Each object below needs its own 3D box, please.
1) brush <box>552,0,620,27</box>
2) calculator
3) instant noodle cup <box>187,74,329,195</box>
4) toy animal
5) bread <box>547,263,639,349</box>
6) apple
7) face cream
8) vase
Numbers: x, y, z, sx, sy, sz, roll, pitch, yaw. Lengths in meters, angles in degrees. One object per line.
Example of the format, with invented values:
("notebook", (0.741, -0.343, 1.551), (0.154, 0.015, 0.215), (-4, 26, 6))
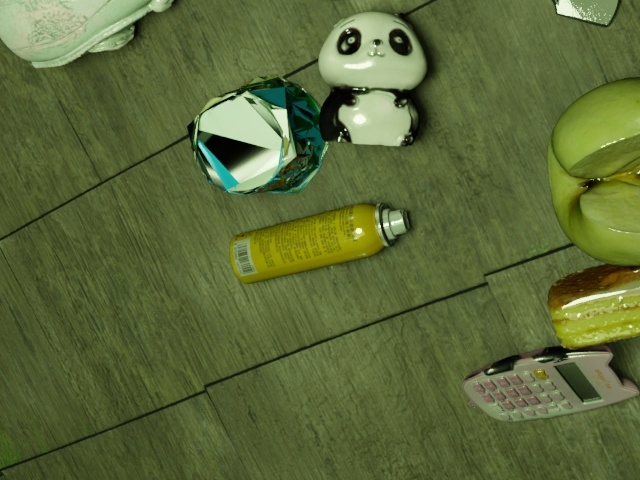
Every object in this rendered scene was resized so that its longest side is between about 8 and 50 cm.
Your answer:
("brush", (0.397, -0.409, 1.268), (0.193, 0.016, 0.062), (20, 108, 13))
("calculator", (0.399, 0.258, 1.367), (0.294, 0.043, 0.194), (-21, 132, 30))
("instant noodle cup", (-0.120, -0.187, 1.413), (0.240, 0.178, 0.240), (4, 105, 17))
("toy animal", (0.088, -0.278, 1.325), (0.187, 0.165, 0.235), (2, 105, -4))
("bread", (0.502, 0.091, 1.260), (0.234, 0.184, 0.110), (-18, 96, 21))
("apple", (0.489, -0.107, 1.167), (0.254, 0.292, 0.291), (-14, 99, -4))
("face cream", (0.000, 0.000, 1.456), (0.349, 0.105, 0.105), (-14, 98, 21))
("vase", (-0.393, -0.489, 1.415), (0.446, 0.250, 0.249), (-16, 97, 17))
